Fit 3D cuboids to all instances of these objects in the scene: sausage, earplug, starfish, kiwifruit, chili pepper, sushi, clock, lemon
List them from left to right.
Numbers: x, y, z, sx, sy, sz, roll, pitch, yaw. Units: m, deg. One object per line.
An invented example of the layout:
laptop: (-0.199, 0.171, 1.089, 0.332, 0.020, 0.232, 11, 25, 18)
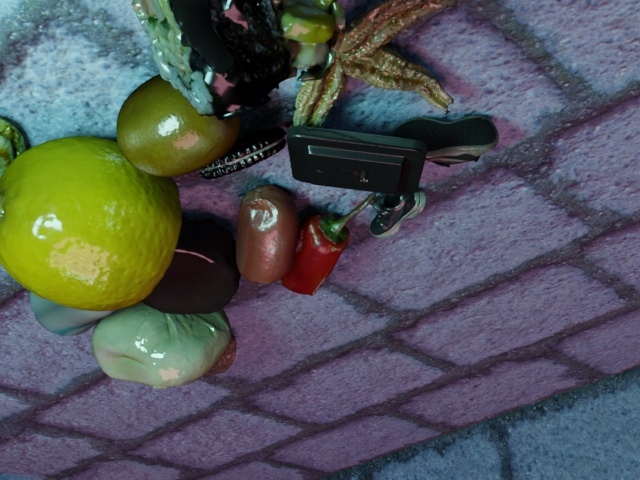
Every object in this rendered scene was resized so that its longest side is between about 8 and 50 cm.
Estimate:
lemon: (-0.475, -0.041, 1.734, 0.364, 0.364, 0.364, -5, 149, -3)
earplug: (-0.525, 0.116, 2.044, 0.185, 0.184, 0.324, 16, 162, -32)
kiwifruit: (-0.265, -0.213, 1.634, 0.234, 0.195, 0.196, -21, 146, 31)
sushi: (-0.122, -0.373, 1.307, 0.285, 0.327, 0.329, -27, -164, -16)
sausage: (-0.119, -0.007, 2.026, 0.148, 0.148, 0.254, 3, 130, -15)
chili pepper: (-0.003, 0.003, 2.096, 0.131, 0.134, 0.338, 20, 144, -14)
clock: (0.071, -0.152, 1.817, 0.274, 0.049, 0.279, 7, 165, 4)
starfish: (0.093, -0.316, 1.634, 0.324, 0.082, 0.432, -6, 153, -3)

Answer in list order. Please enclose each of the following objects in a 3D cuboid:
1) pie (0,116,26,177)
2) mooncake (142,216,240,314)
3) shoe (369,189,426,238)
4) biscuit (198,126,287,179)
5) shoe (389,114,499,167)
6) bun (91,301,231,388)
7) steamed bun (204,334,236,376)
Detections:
pie: (-0.678, -0.154, 1.739, 0.201, 0.090, 0.248, 3, 141, -21)
mooncake: (-0.325, 0.053, 2.113, 0.283, 0.141, 0.283, -1, 141, 0)
shoe: (0.157, -0.073, 2.063, 0.099, 0.071, 0.169, 23, 135, -35)
biscuit: (-0.156, -0.172, 1.757, 0.195, 0.194, 0.053, -17, 103, 18)
shoe: (0.253, -0.195, 1.857, 0.228, 0.099, 0.112, -6, 156, -2)
bun: (-0.401, 0.234, 2.278, 0.361, 0.361, 0.213, -1, 105, -9)
steamed bun: (-0.324, 0.333, 2.610, 0.145, 0.106, 0.175, 9, 144, -23)
